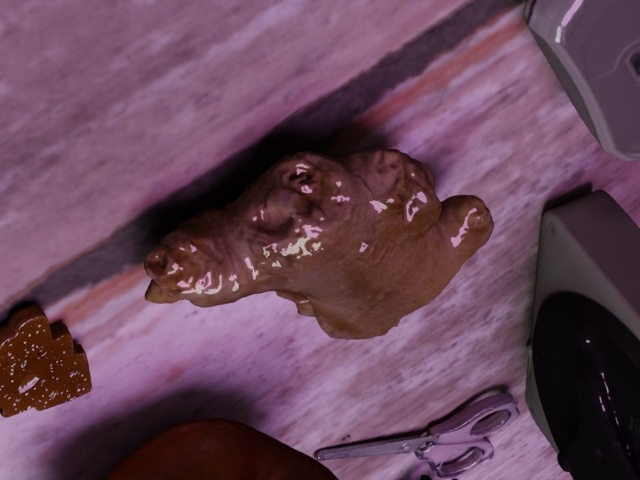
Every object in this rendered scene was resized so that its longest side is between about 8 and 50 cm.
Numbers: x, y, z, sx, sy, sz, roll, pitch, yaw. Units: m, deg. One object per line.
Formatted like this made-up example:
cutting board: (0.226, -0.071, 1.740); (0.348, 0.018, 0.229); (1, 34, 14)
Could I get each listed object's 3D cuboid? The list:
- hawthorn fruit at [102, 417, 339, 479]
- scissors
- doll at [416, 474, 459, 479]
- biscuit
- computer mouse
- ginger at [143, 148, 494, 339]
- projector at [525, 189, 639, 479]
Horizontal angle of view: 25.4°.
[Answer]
hawthorn fruit: (-0.074, 0.226, 0.930); (0.196, 0.196, 0.225); (-15, 155, -25)
scissors: (0.074, 0.159, 1.109); (0.189, 0.015, 0.100); (-2, 134, -36)
doll: (0.067, 0.262, 1.177); (0.109, 0.057, 0.169); (8, 133, -28)
biscuit: (-0.167, 0.073, 0.820); (0.092, 0.016, 0.082); (18, 113, -49)
computer mouse: (0.174, -0.121, 0.844); (0.089, 0.056, 0.181); (-41, 135, 4)
ginger: (0.003, -0.003, 0.829); (0.213, 0.074, 0.137); (14, 122, -39)
projector: (0.229, 0.135, 1.000); (0.079, 0.259, 0.257); (-23, 142, -14)
